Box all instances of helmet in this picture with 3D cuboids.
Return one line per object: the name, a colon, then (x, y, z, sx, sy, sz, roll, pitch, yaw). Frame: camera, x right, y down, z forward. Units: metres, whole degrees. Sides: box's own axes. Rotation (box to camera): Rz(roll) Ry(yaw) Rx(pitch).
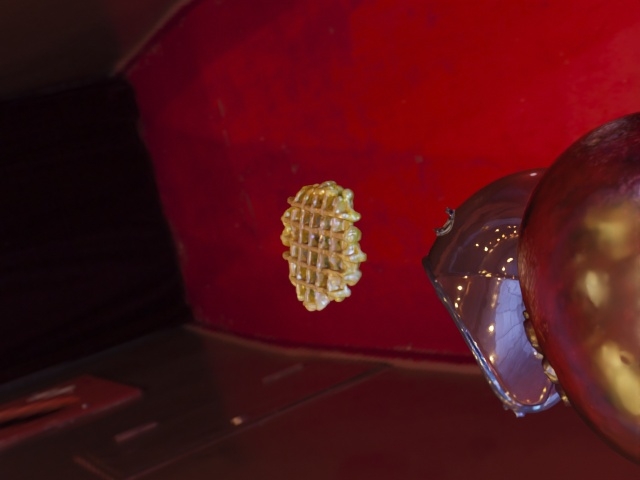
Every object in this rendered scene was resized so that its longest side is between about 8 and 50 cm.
helmet: (0.190, 0.035, 0.826, 0.189, 0.216, 0.193, -53, -21, -81)

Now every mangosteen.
mangosteen: (0.191, 0.014, 0.466, 0.200, 0.200, 0.200, 38, 138, 45)

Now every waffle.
waffle: (-0.001, 0.005, 1.346, 0.191, 0.038, 0.191, 5, 96, 59)
